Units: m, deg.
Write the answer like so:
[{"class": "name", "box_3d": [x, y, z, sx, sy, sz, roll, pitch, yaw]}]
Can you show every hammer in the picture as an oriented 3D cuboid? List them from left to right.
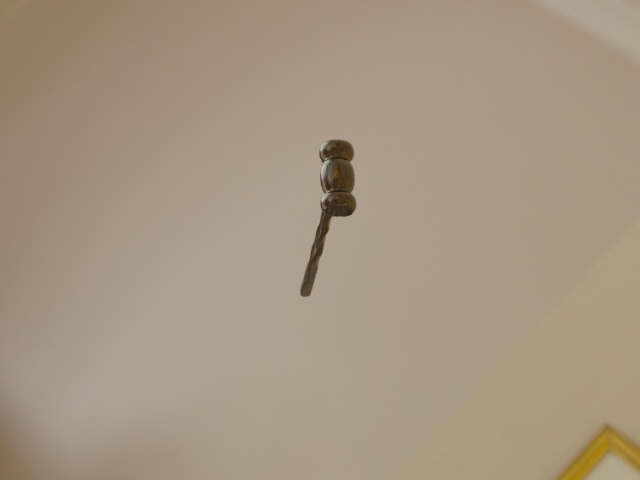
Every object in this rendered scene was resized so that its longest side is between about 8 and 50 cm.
[{"class": "hammer", "box_3d": [0.000, 0.000, 1.164, 0.029, 0.058, 0.292, 3, -22, -5]}]
